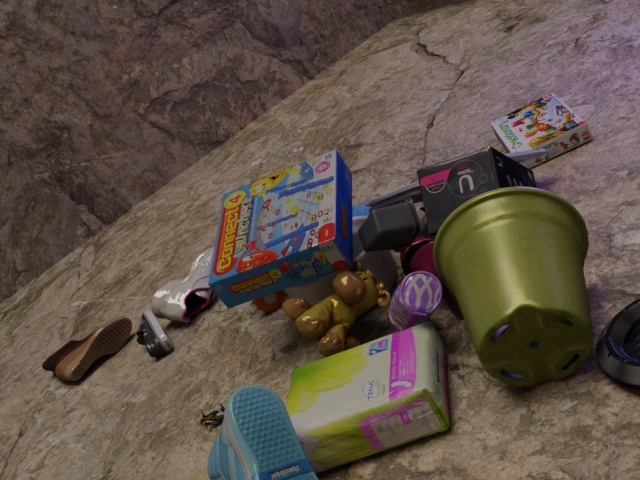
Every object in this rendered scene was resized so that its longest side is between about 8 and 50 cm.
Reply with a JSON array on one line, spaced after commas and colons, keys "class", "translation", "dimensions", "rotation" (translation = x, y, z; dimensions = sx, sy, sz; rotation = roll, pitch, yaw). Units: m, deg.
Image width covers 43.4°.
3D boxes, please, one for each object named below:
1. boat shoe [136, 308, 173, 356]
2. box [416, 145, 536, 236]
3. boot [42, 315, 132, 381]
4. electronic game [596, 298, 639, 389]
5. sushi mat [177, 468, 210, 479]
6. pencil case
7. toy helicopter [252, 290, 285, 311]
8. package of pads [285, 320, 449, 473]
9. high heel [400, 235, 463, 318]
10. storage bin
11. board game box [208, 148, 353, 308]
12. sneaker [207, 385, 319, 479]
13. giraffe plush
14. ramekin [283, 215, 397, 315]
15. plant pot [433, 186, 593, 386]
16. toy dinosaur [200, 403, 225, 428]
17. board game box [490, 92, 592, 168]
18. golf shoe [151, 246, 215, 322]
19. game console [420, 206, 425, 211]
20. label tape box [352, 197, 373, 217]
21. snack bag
[{"class": "boat shoe", "translation": [-0.463, 0.256, 2.183], "dimensions": [0.076, 0.080, 0.228], "rotation": [-33, 30, -13]}, {"class": "box", "translation": [0.337, -0.081, 1.659], "dimensions": [0.165, 0.143, 0.270], "rotation": [-17, -15, 29]}, {"class": "boot", "translation": [-0.678, 0.299, 2.321], "dimensions": [0.248, 0.090, 0.207], "rotation": [-45, 29, -27]}, {"class": "electronic game", "translation": [0.536, 0.146, 1.230], "dimensions": [0.229, 0.048, 0.229], "rotation": [-27, 22, 12]}, {"class": "sushi mat", "translation": [-0.232, 0.479, 1.482], "dimensions": [0.316, 0.019, 0.151], "rotation": [-23, 22, 15]}, {"class": "pencil case", "translation": [0.178, 0.124, 1.541], "dimensions": [0.086, 0.206, 0.088], "rotation": [14, 71, 5]}, {"class": "toy helicopter", "translation": [-0.086, 0.000, 2.057], "dimensions": [0.355, 0.235, 0.140], "rotation": [-33, 22, -9]}, {"class": "package of pads", "translation": [0.080, 0.280, 1.428], "dimensions": [0.296, 0.101, 0.229], "rotation": [-23, 21, 17]}, {"class": "high heel", "translation": [0.229, 0.015, 1.710], "dimensions": [0.127, 0.181, 0.377], "rotation": [-31, 22, -5]}, {"class": "storage bin", "translation": [0.143, -0.019, 1.712], "dimensions": [0.091, 0.098, 0.135], "rotation": [-10, -20, -20]}, {"class": "board game box", "translation": [-0.082, -0.029, 1.772], "dimensions": [0.302, 0.086, 0.308], "rotation": [-20, 39, 18]}, {"class": "sneaker", "translation": [-0.090, 0.418, 1.303], "dimensions": [0.127, 0.208, 0.319], "rotation": [-2, 53, -26]}, {"class": "giraffe plush", "translation": [0.051, 0.134, 1.654], "dimensions": [0.170, 0.181, 0.210], "rotation": [-47, -11, 9]}, {"class": "ramekin", "translation": [0.043, 0.074, 1.873], "dimensions": [0.277, 0.135, 0.277], "rotation": [-25, 22, 11]}, {"class": "plant pot", "translation": [0.337, 0.094, 1.352], "dimensions": [0.276, 0.276, 0.254], "rotation": [-22, 35, 18]}, {"class": "toy dinosaur", "translation": [-0.207, 0.359, 1.689], "dimensions": [0.082, 0.047, 0.090], "rotation": [-18, 6, -24]}, {"class": "board game box", "translation": [0.575, -0.291, 2.126], "dimensions": [0.193, 0.053, 0.305], "rotation": [-26, 22, 10]}, {"class": "golf shoe", "translation": [-0.330, 0.129, 2.279], "dimensions": [0.140, 0.115, 0.306], "rotation": [17, 49, 39]}, {"class": "game console", "translation": [0.325, -0.082, 1.953], "dimensions": [0.107, 0.071, 0.122], "rotation": [-42, 26, -29]}, {"class": "label tape box", "translation": [-0.042, -0.046, 2.269], "dimensions": [0.348, 0.115, 0.249], "rotation": [-21, 23, 23]}, {"class": "snack bag", "translation": [0.325, -0.142, 1.892], "dimensions": [0.323, 0.037, 0.342], "rotation": [-12, -6, -44]}]
